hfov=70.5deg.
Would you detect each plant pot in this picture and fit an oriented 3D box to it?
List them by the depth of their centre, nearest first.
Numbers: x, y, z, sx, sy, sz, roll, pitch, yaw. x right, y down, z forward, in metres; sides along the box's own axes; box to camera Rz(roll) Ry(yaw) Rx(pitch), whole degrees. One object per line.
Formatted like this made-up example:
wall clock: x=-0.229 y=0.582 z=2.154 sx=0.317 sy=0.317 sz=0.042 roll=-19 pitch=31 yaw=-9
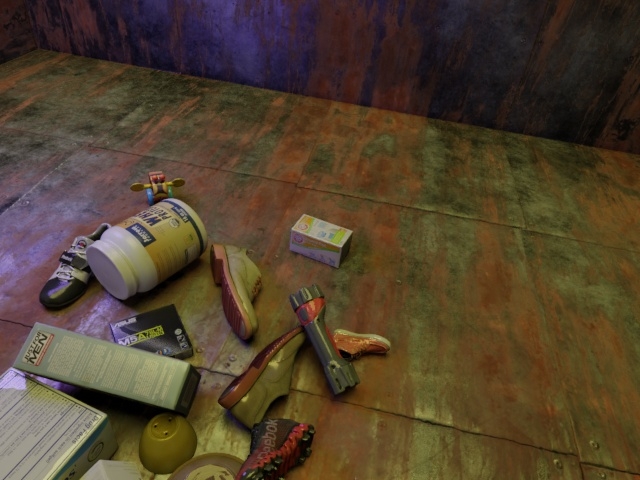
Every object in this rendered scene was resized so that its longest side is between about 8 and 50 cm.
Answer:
plant pot: x=-0.236 y=0.554 z=0.960 sx=0.238 sy=0.109 sz=0.237 roll=4 pitch=39 yaw=-3
plant pot: x=-0.362 y=0.460 z=1.064 sx=0.135 sy=0.095 sz=0.134 roll=5 pitch=40 yaw=-4

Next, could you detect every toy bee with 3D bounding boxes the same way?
toy bee: x=-0.621 y=-0.207 z=1.780 sx=0.195 sy=0.162 sz=0.298 roll=-27 pitch=50 yaw=-37

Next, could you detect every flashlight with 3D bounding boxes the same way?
flashlight: x=0.014 y=0.276 z=1.281 sx=0.103 sy=0.103 sz=0.303 roll=-24 pitch=71 yaw=-12

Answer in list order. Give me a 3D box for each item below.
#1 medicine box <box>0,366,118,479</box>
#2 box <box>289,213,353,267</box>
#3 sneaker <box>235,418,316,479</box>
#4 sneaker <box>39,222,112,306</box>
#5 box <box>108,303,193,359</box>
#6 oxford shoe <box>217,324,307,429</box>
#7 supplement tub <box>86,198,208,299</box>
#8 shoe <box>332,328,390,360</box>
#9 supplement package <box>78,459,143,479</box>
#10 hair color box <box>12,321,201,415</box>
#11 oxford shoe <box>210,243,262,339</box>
medicine box: x=-0.650 y=0.463 z=0.973 sx=0.290 sy=0.149 sz=0.263 roll=19 pitch=41 yaw=14
box: x=0.000 y=0.000 z=1.668 sx=0.203 sy=0.103 sz=0.114 roll=20 pitch=41 yaw=15
sneaker: x=-0.123 y=0.482 z=1.023 sx=0.135 sy=0.097 sz=0.276 roll=15 pitch=10 yaw=23
sneaker: x=-0.773 y=0.063 z=1.444 sx=0.123 sy=0.146 sz=0.330 roll=16 pitch=42 yaw=8
box: x=-0.485 y=0.283 z=1.297 sx=0.191 sy=0.045 sz=0.184 roll=-16 pitch=48 yaw=-25
oxford shoe: x=-0.126 y=0.363 z=1.234 sx=0.130 sy=0.123 sz=0.348 roll=49 pitch=42 yaw=0
supplement tub: x=-0.550 y=0.024 z=1.458 sx=0.229 sy=0.228 sz=0.316 roll=27 pitch=43 yaw=23
shoe: x=0.114 y=0.320 z=1.337 sx=0.178 sy=0.063 sz=0.081 roll=10 pitch=41 yaw=11
supplement package: x=-0.413 y=0.551 z=0.910 sx=0.105 sy=0.105 sz=0.179 roll=-45 pitch=55 yaw=-3
hair color box: x=-0.499 y=0.318 z=1.102 sx=0.375 sy=0.185 sz=0.113 roll=15 pitch=64 yaw=1
oxford shoe: x=-0.244 y=0.140 z=1.440 sx=0.147 sy=0.140 sz=0.396 roll=-4 pitch=42 yaw=-25
